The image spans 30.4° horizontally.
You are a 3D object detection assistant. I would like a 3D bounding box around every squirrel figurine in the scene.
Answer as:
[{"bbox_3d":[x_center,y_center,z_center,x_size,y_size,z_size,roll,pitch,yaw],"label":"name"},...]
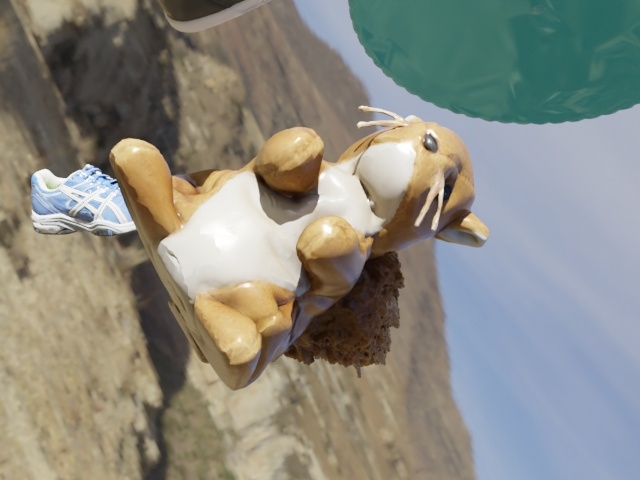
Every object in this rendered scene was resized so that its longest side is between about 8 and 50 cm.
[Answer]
[{"bbox_3d":[0.000,0.000,1.385,0.281,0.370,0.397,56,-14,23],"label":"squirrel figurine"}]

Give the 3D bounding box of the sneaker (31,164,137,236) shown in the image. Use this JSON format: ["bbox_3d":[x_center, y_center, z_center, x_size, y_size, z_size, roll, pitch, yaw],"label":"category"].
[{"bbox_3d":[-0.291,-0.054,1.541,0.080,0.211,0.081,-56,140,-64],"label":"sneaker"}]

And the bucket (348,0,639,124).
[{"bbox_3d":[0.145,-0.217,0.766,0.281,0.281,0.183,70,23,-58],"label":"bucket"}]

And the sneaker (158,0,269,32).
[{"bbox_3d":[-0.058,-0.330,1.197,0.147,0.296,0.104,49,18,-56],"label":"sneaker"}]
